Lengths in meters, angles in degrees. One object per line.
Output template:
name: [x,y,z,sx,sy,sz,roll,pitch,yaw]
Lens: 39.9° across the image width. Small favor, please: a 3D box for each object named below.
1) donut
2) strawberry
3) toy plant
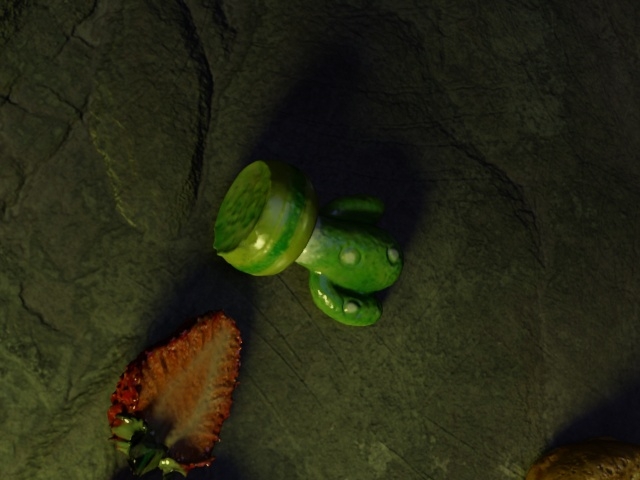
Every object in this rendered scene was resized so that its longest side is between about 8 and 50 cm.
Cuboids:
donut: [0.478,0.480,1.472,0.299,0.150,0.317,38,65,-10]
strawberry: [-0.221,0.231,1.307,0.188,0.106,0.286,51,47,-25]
toy plant: [0.000,0.000,1.443,0.316,0.184,0.224,27,70,-29]
